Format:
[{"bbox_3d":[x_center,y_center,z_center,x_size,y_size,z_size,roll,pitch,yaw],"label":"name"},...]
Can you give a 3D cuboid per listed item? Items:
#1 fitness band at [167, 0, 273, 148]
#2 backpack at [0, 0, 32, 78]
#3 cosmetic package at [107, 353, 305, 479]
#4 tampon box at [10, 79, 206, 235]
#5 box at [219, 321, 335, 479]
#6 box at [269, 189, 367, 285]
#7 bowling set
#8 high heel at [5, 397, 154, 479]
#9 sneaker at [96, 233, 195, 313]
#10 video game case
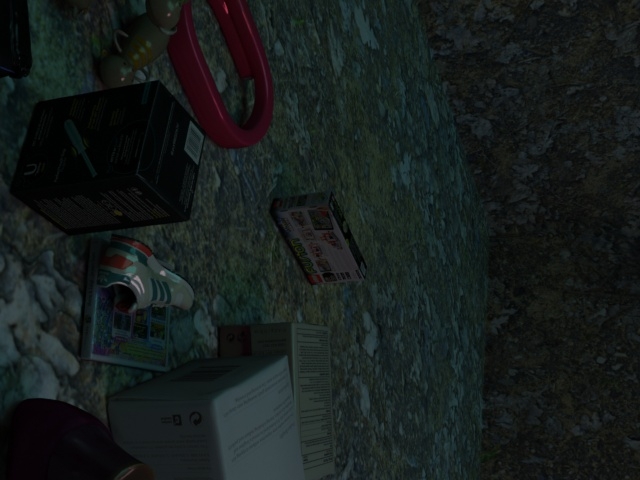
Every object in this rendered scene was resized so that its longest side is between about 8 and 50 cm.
[{"bbox_3d":[-0.156,-0.283,1.230,0.209,0.054,0.291,-65,142,-47],"label":"fitness band"},{"bbox_3d":[-0.328,-0.213,0.735,0.105,0.084,0.114,5,84,-69],"label":"backpack"},{"bbox_3d":[-0.120,0.356,1.005,0.217,0.156,0.385,-13,97,-68],"label":"cosmetic package"},{"bbox_3d":[-0.224,-0.085,0.853,0.101,0.161,0.121,50,41,-54],"label":"tampon box"},{"bbox_3d":[-0.064,0.244,1.204,0.148,0.126,0.233,21,65,-66],"label":"box"},{"bbox_3d":[0.000,0.000,1.446,0.207,0.114,0.036,63,29,-42],"label":"box"},{"bbox_3d":[-0.208,-0.333,0.930,0.287,0.199,0.154,63,31,-33],"label":"bowling set"},{"bbox_3d":[-0.261,0.349,0.778,0.127,0.181,0.377,10,97,-51],"label":"high heel"},{"bbox_3d":[-0.213,0.059,0.950,0.075,0.057,0.161,-67,149,-22],"label":"sneaker"},{"bbox_3d":[-0.234,0.083,0.976,0.157,0.019,0.143,33,54,-63],"label":"video game case"}]
